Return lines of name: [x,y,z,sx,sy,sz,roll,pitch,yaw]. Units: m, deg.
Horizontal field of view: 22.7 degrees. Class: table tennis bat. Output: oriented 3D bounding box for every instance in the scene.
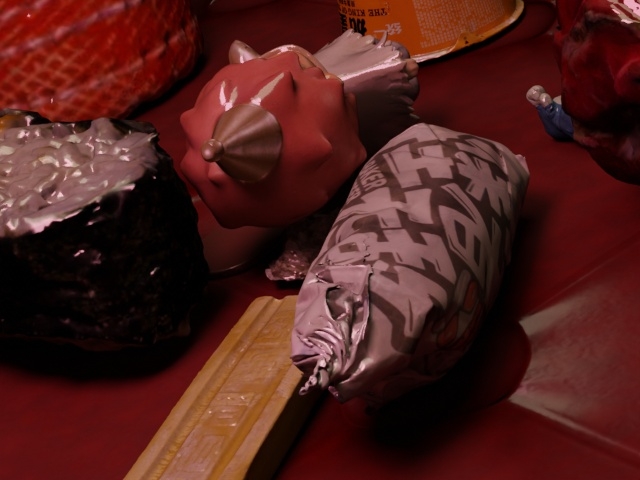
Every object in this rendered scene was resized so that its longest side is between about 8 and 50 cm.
table tennis bat: [-0.062,-0.009,1.454,0.087,0.013,0.156,0,31,37]

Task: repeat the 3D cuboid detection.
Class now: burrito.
burrito: [0.066,0.018,1.179,0.139,0.101,0.445,12,25,9]

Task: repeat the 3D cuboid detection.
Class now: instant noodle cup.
instant noodle cup: [0.104,-0.310,1.779,0.215,0.172,0.216,-14,23,6]

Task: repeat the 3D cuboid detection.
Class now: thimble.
thimble: [-0.324,-0.271,1.923,0.350,0.231,0.350,-16,23,7]

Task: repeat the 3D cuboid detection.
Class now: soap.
soap: [-0.051,0.117,1.152,0.092,0.037,0.252,-6,27,27]

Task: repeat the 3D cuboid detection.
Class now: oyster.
oyster: [0.001,0.000,1.359,0.098,0.037,0.100,-12,25,14]

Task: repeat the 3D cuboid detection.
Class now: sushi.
sushi: [-0.242,-0.003,1.375,0.350,0.171,0.211,7,36,43]

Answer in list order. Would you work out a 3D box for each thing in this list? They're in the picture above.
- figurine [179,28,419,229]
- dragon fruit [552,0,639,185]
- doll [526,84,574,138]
figurine: [-0.033,-0.101,1.368,0.207,0.166,0.387,-32,-2,29]
dragon fruit: [0.325,-0.180,1.209,0.329,0.329,0.329,-15,25,7]
doll: [0.236,-0.114,1.428,0.076,0.050,0.083,-12,16,-33]
